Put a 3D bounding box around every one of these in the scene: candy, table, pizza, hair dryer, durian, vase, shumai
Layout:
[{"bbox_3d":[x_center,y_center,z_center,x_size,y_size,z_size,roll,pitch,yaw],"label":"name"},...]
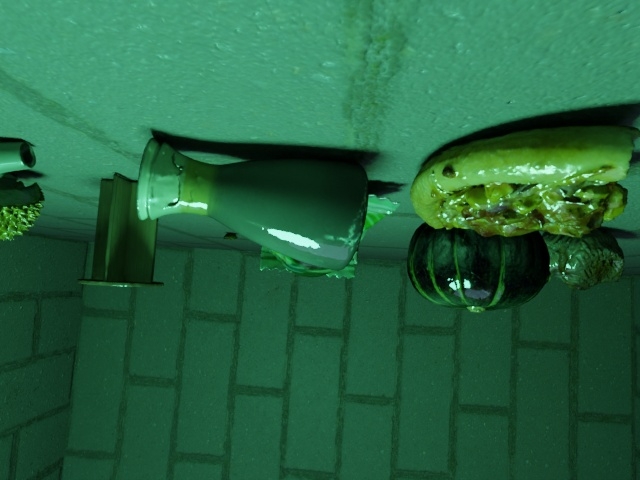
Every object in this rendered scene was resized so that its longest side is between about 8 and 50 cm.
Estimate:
[{"bbox_3d":[0.002,-0.027,0.956,0.262,0.172,0.398,0,162,-9],"label":"candy"},{"bbox_3d":[-0.416,-0.018,0.927,0.166,0.227,0.167,3,175,0],"label":"table"},{"bbox_3d":[0.275,-0.069,0.617,0.277,0.114,0.408,11,175,-19],"label":"pizza"},{"bbox_3d":[-0.564,-0.135,0.755,0.228,0.093,0.267,-4,-173,13],"label":"hair dryer"},{"bbox_3d":[-0.698,-0.065,0.860,0.237,0.138,0.193,19,-158,-48],"label":"durian"},{"bbox_3d":[-0.100,-0.066,0.661,0.320,0.174,0.173,12,173,-11],"label":"vase"},{"bbox_3d":[0.716,0.028,1.222,0.217,0.184,0.185,-6,-146,-20],"label":"shumai"}]

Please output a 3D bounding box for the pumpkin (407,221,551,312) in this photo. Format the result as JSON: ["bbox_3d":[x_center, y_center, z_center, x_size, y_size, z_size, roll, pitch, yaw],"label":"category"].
[{"bbox_3d":[0.372,0.050,1.037,0.322,0.242,0.323,2,176,0],"label":"pumpkin"}]

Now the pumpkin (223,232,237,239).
[{"bbox_3d":[-0.401,-0.020,1.929,0.050,0.028,0.083,5,-177,7],"label":"pumpkin"}]

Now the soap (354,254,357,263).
[{"bbox_3d":[0.000,0.000,1.304,0.181,0.139,0.199,7,175,-19],"label":"soap"}]
